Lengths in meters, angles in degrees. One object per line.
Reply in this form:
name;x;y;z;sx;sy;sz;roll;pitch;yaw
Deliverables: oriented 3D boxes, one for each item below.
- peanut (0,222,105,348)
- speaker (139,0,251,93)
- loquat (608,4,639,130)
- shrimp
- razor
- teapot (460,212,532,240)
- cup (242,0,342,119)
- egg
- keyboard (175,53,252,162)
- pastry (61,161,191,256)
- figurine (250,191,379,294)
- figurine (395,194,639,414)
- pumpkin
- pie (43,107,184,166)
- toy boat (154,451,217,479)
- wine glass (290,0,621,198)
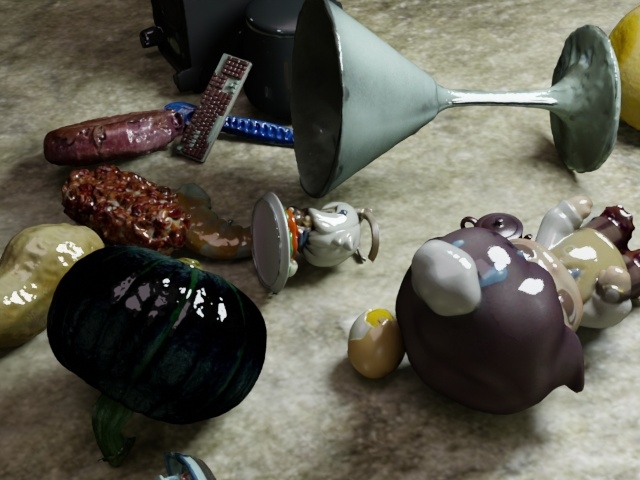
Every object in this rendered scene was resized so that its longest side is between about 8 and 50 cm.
peanut;-0.366;0.056;1.529;0.110;0.120;0.236;39;50;20
speaker;-0.153;-0.393;1.970;0.254;0.232;0.184;-21;41;-20
loquat;0.507;-0.250;1.772;0.213;0.213;0.213;-2;39;2
shrimp;-0.118;-0.037;1.681;0.166;0.049;0.161;-14;43;-15
razor;-0.087;-0.162;1.830;0.324;0.056;0.093;10;77;23
teapot;0.229;-0.012;1.622;0.100;0.045;0.068;18;42;22
cup;-0.011;-0.286;1.874;0.223;0.177;0.169;1;37;8
egg;0.065;0.123;1.452;0.071;0.071;0.083;8;43;14
keyboard;-0.159;-0.197;1.827;0.055;0.017;0.166;22;82;28
pastry;-0.256;-0.034;1.636;0.208;0.097;0.115;23;59;39
figurine;0.000;0.000;1.587;0.153;0.132;0.132;-5;38;-20
figurine;0.257;0.060;1.412;0.365;0.218;0.206;-23;-1;-24
pumpkin;-0.193;0.131;1.369;0.248;0.248;0.248;-2;39;2
pie;-0.291;-0.149;1.758;0.204;0.054;0.218;-12;13;-10
toy boat;-0.140;0.269;1.297;0.066;0.059;0.140;-2;34;-26
wine glass;0.176;-0.189;1.661;0.406;0.267;0.267;0;38;-17
